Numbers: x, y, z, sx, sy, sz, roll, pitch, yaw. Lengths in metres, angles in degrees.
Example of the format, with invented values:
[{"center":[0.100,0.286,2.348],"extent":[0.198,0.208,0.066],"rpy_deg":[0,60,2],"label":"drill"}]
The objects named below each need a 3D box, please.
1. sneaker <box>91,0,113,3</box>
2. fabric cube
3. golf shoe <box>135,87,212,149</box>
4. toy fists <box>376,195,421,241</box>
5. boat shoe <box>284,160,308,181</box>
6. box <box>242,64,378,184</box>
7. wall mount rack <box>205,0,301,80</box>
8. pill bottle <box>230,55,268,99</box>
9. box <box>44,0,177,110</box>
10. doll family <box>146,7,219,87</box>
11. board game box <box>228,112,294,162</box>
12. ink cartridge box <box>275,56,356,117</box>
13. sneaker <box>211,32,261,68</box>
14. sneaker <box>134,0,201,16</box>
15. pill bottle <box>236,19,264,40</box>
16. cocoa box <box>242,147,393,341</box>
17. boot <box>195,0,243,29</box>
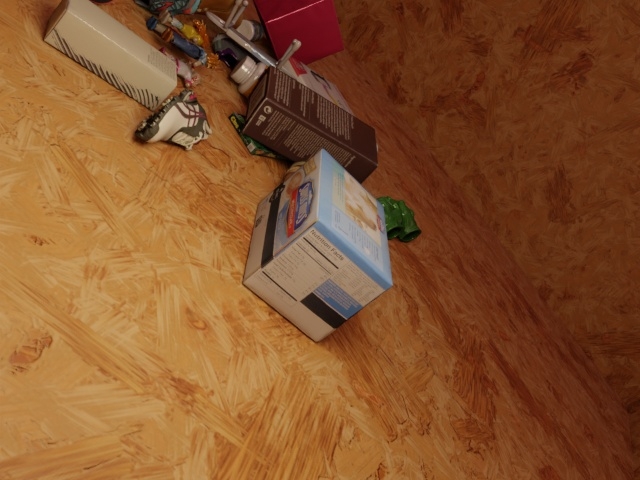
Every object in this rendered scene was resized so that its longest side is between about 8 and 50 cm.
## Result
[{"center":[-0.629,-0.714,1.528],"extent":[0.314,0.116,0.136],"rpy_deg":[44,13,-32],"label":"sneaker"},{"center":[-0.090,-0.838,2.360],"extent":[0.254,0.258,0.259],"rpy_deg":[66,2,-56],"label":"fabric cube"},{"center":[-0.313,-0.259,1.398],"extent":[0.120,0.105,0.273],"rpy_deg":[52,23,-14],"label":"golf shoe"},{"center":[0.255,-0.082,2.168],"extent":[0.279,0.096,0.142],"rpy_deg":[5,49,-57],"label":"toy fists"},{"center":[0.019,-0.078,1.726],"extent":[0.324,0.122,0.120],"rpy_deg":[42,29,0],"label":"boat shoe"},{"center":[-0.023,-0.315,1.793],"extent":[0.381,0.143,0.191],"rpy_deg":[26,38,-22],"label":"box"},{"center":[-0.181,-0.625,1.901],"extent":[0.350,0.130,0.304],"rpy_deg":[35,16,-14],"label":"wall mount rack"},{"center":[-0.172,-0.467,1.938],"extent":[0.215,0.117,0.117],"rpy_deg":[39,26,-24],"label":"pill bottle"},{"center":[-0.454,-0.414,1.379],"extent":[0.275,0.094,0.113],"rpy_deg":[32,29,-36],"label":"box"},{"center":[-0.357,-0.531,1.696],"extent":[0.163,0.118,0.263],"rpy_deg":[25,33,-45],"label":"doll family"},{"center":[-0.153,-0.295,1.832],"extent":[0.136,0.030,0.259],"rpy_deg":[59,25,15],"label":"board game box"},{"center":[-0.029,-0.498,2.232],"extent":[0.306,0.131,0.226],"rpy_deg":[14,42,-52],"label":"ink cartridge box"},{"center":[-0.258,-0.574,2.024],"extent":[0.223,0.083,0.098],"rpy_deg":[19,56,-40],"label":"sneaker"},{"center":[-0.418,-0.670,1.704],"extent":[0.125,0.261,0.104],"rpy_deg":[3,89,-44],"label":"sneaker"},{"center":[-0.256,-0.763,2.279],"extent":[0.078,0.078,0.137],"rpy_deg":[49,24,-4],"label":"pill bottle"},{"center":[0.000,0.000,1.410],"extent":[0.231,0.228,0.347],"rpy_deg":[41,25,-21],"label":"cocoa box"},{"center":[-0.355,-0.765,2.048],"extent":[0.211,0.295,0.104],"rpy_deg":[-17,89,-24],"label":"boot"}]
